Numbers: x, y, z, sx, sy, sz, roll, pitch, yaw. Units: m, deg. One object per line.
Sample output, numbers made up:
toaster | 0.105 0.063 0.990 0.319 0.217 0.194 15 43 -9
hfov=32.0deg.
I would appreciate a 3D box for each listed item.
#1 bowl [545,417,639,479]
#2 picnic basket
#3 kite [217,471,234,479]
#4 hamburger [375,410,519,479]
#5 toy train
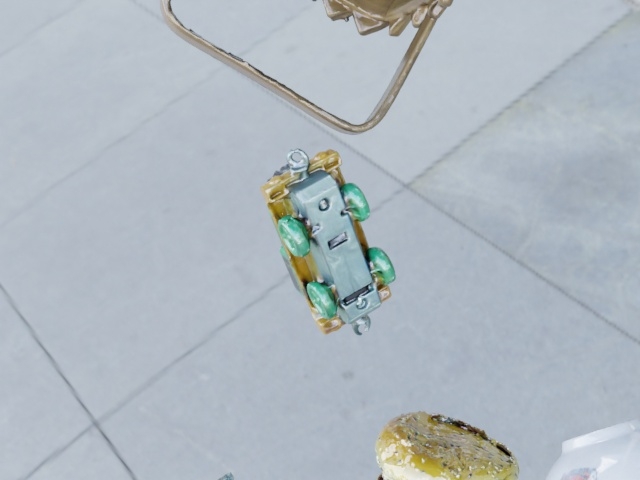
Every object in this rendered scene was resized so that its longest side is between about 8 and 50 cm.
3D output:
bowl | 0.522 0.410 1.976 0.346 0.345 0.157 -19 77 9
picnic basket | 0.016 -0.295 1.123 0.321 0.254 0.291 -60 11 -7
kite | -0.143 0.473 2.033 0.005 0.152 0.137 -45 39 13
hamburger | 0.154 0.281 1.332 0.185 0.177 0.113 30 105 59
toy train | 0.000 0.000 1.177 0.091 0.227 0.136 -30 26 -15
